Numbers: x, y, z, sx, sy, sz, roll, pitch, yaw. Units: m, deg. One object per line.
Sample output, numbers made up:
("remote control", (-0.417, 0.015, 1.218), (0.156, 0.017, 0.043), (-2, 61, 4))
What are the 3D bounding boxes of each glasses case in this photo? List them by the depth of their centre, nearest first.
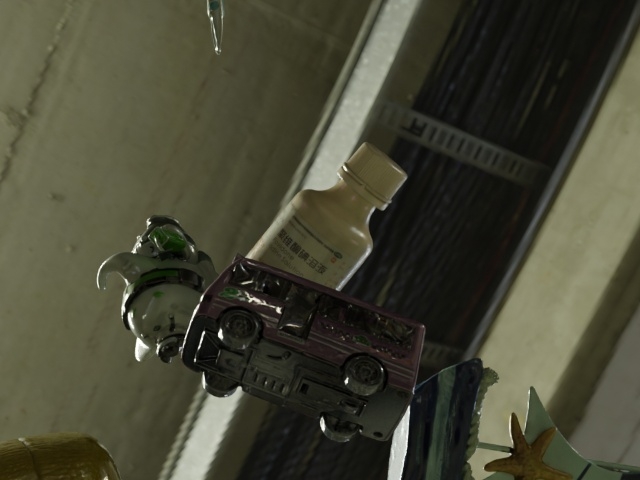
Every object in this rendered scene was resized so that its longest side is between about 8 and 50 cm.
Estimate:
("glasses case", (-0.243, 0.278, 1.014), (0.141, 0.173, 0.371), (-7, -32, -24))

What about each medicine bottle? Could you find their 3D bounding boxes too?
("medicine bottle", (0.000, 0.000, 1.411), (0.252, 0.114, 0.114), (-50, -45, 9))

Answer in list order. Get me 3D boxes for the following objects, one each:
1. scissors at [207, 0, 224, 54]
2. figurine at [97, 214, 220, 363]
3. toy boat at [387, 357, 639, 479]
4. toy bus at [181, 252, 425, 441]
("scissors", (-0.114, -0.257, 1.308), (0.058, 0.119, 0.014), (-11, -22, 12))
("figurine", (-0.172, 0.054, 1.321), (0.126, 0.192, 0.147), (24, -57, -36))
("toy boat", (0.209, 0.237, 1.164), (0.291, 0.067, 0.221), (12, -97, -14))
("toy bus", (-0.013, 0.083, 0.940), (0.087, 0.178, 0.098), (112, 178, -48))
